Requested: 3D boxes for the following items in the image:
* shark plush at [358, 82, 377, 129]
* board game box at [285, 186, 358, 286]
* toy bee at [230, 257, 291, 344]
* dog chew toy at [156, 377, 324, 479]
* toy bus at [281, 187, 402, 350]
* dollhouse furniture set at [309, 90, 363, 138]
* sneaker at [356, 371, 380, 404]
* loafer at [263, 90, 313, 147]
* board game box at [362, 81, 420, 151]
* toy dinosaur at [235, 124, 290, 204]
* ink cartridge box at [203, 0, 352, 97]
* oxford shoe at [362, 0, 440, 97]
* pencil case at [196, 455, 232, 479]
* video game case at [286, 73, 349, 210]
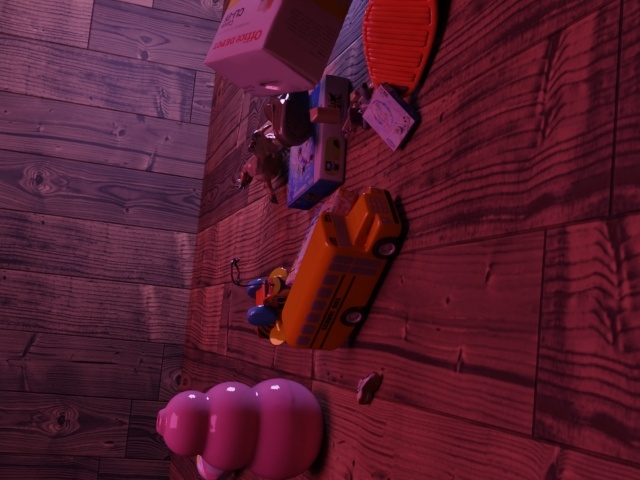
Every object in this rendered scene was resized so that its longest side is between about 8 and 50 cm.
[{"bbox_3d":[0.099,-0.253,1.555,0.067,0.073,0.161,61,147,11],"label":"shark plush"},{"bbox_3d":[0.000,0.000,1.668,0.193,0.045,0.147,-67,11,-20],"label":"board game box"},{"bbox_3d":[-0.098,0.147,1.902,0.298,0.162,0.195,63,-159,-76],"label":"toy bee"},{"bbox_3d":[-0.165,0.380,1.651,0.206,0.332,0.206,-173,90,-73],"label":"dog chew toy"},{"bbox_3d":[0.036,0.056,1.488,0.108,0.130,0.332,-102,25,-46],"label":"toy bus"},{"bbox_3d":[0.027,-0.258,1.684,0.081,0.114,0.091,118,152,-58],"label":"dollhouse furniture set"},{"bbox_3d":[0.080,0.253,1.427,0.037,0.032,0.083,-101,26,-45],"label":"sneaker"},{"bbox_3d":[-0.075,-0.281,1.818,0.087,0.094,0.251,-34,30,27],"label":"loafer"},{"bbox_3d":[0.124,-0.217,1.425,0.090,0.020,0.090,49,145,11],"label":"board game box"},{"bbox_3d":[-0.145,-0.227,2.225,0.295,0.127,0.200,-100,29,-75],"label":"toy dinosaur"},{"bbox_3d":[-0.065,-0.525,1.754,0.279,0.160,0.384,6,73,56],"label":"ink cartridge box"},{"bbox_3d":[0.158,-0.427,1.386,0.133,0.130,0.363,-40,-40,-59],"label":"oxford shoe"},{"bbox_3d":[-0.268,0.578,2.263,0.124,0.114,0.273,64,148,23],"label":"pencil case"},{"bbox_3d":[-0.011,-0.219,1.875,0.269,0.061,0.244,148,129,-68],"label":"video game case"}]
